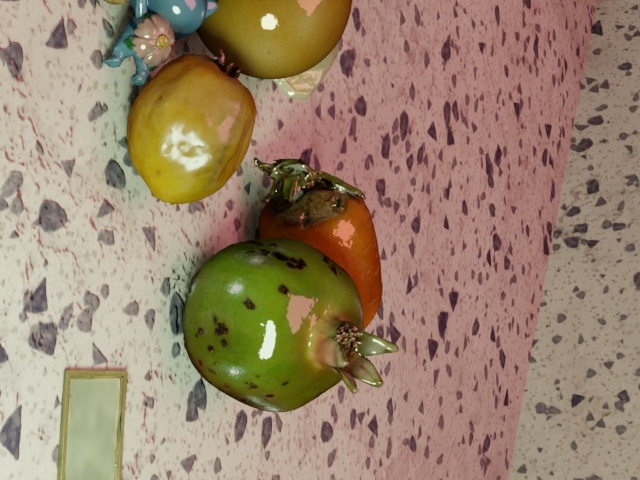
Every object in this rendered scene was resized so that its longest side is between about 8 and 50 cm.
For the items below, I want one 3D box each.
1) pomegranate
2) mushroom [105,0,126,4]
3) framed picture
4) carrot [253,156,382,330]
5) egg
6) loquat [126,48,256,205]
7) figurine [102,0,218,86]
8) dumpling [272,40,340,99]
[{"bbox_3d":[-0.052,0.118,1.896,0.291,0.323,0.290,7,77,-33],"label":"pomegranate"},{"bbox_3d":[-0.276,-0.414,1.753,0.059,0.054,0.202,59,35,-54],"label":"mushroom"},{"bbox_3d":[-0.312,0.278,1.719,0.136,0.010,0.200,12,79,-62],"label":"framed picture"},{"bbox_3d":[0.000,0.000,2.123,0.214,0.193,0.331,-42,128,-35],"label":"carrot"},{"bbox_3d":[-0.078,-0.389,1.910,0.322,0.250,0.250,-99,167,-46],"label":"egg"},{"bbox_3d":[-0.182,-0.162,1.780,0.187,0.176,0.234,-109,-140,-75],"label":"loquat"},{"bbox_3d":[-0.238,-0.304,1.778,0.114,0.144,0.178,37,73,-17],"label":"figurine"},{"bbox_3d":[-0.054,-0.352,2.116,0.179,0.131,0.252,37,42,-20],"label":"dumpling"}]
